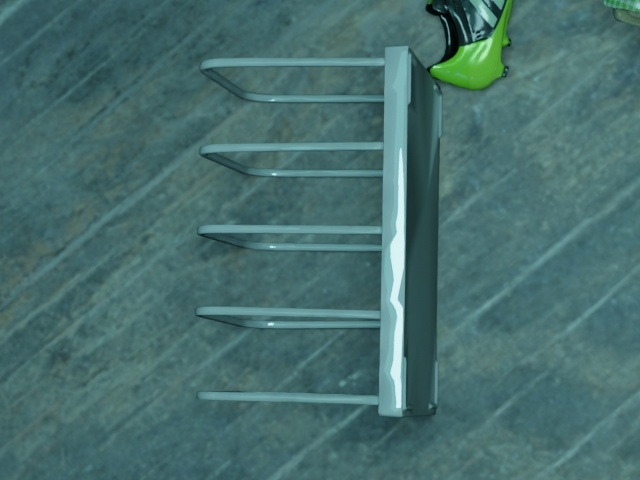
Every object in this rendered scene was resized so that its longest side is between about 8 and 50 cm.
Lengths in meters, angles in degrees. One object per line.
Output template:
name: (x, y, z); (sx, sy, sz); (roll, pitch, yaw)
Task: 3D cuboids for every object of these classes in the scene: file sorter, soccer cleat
file sorter: (0.000, 0.000, 1.451); (0.173, 0.193, 0.278); (0, 85, 12)
soccer cleat: (0.129, -0.215, 1.509); (0.072, 0.060, 0.179); (9, 89, -9)

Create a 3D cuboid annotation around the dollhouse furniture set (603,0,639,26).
dollhouse furniture set: (0.393, -0.236, 1.364); (0.301, 0.151, 0.197); (11, 87, -18)
